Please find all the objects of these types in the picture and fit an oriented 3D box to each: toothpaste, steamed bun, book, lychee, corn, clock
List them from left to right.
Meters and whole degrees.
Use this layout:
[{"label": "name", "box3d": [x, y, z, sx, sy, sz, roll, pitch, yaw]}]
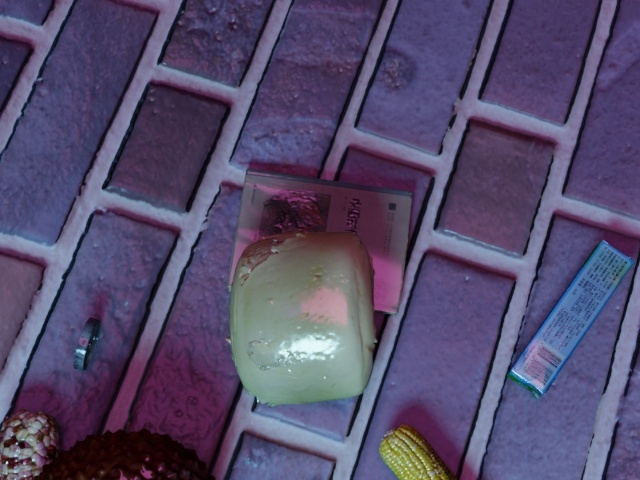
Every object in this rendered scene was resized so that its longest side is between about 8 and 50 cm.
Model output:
[{"label": "corn", "box3d": [-0.436, 0.390, 1.608, 0.092, 0.092, 0.281, -2, 75, -1]}, {"label": "clock", "box3d": [-0.363, 0.161, 1.676, 0.017, 0.085, 0.085, 16, 74, -1]}, {"label": "lychee", "box3d": [-0.270, 0.394, 1.513, 0.300, 0.264, 0.264, 23, 74, 20]}, {"label": "steamed bun", "box3d": [-0.029, 0.119, 1.631, 0.231, 0.166, 0.273, 1, 83, 2]}, {"label": "book", "box3d": [0.000, 0.000, 1.755, 0.282, 0.025, 0.215, 7, 75, 3]}, {"label": "corn", "box3d": [0.168, 0.365, 1.623, 0.072, 0.072, 0.203, -37, 78, -10]}, {"label": "toothpaste", "box3d": [0.396, 0.124, 1.704, 0.065, 0.050, 0.267, 35, 76, 11]}]
